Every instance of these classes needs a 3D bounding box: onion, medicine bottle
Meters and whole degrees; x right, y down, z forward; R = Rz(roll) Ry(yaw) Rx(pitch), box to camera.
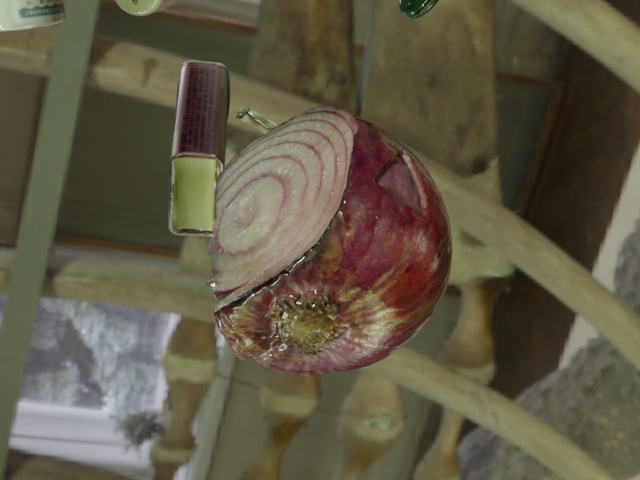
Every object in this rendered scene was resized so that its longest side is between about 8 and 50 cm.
[{"bbox_3d":[0.018,0.015,1.097,0.256,0.230,0.272,-9,48,44],"label":"onion"},{"bbox_3d":[-0.448,-0.424,1.540,0.139,0.139,0.237,-138,41,-70],"label":"medicine bottle"}]

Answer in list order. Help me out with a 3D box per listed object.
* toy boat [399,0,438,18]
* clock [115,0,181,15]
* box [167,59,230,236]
[{"bbox_3d":[0.177,-0.391,1.456,0.210,0.052,0.104,-52,33,9],"label":"toy boat"},{"bbox_3d":[-0.202,-0.456,1.315,0.309,0.114,0.284,-27,96,42],"label":"clock"},{"bbox_3d":[-0.147,-0.115,1.302,0.224,0.069,0.120,-94,10,-54],"label":"box"}]
